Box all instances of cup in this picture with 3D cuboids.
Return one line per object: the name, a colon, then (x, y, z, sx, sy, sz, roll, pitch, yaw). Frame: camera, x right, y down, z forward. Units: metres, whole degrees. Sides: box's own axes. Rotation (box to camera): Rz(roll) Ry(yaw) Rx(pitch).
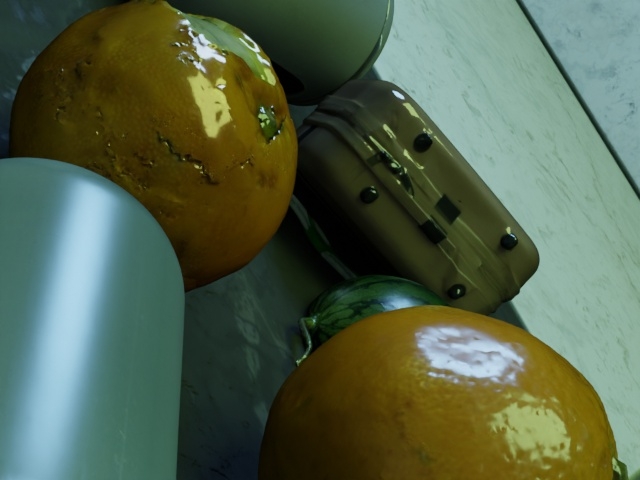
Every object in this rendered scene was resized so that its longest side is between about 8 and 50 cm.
cup: (-0.183, 0.100, 0.748, 0.205, 0.205, 0.312, 42, 24, -29)

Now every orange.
orange: (0.099, 0.204, 1.041, 0.312, 0.312, 0.312, 43, 26, -27)
orange: (-0.133, -0.074, 1.049, 0.240, 0.240, 0.240, 43, 26, -27)

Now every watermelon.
watermelon: (0.088, 0.116, 1.355, 0.232, 0.127, 0.204, 43, 25, -21)

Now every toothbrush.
toothbrush: (0.002, -0.001, 1.462, 0.304, 0.030, 0.030, 45, 25, -24)

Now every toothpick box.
toothpick box: (-0.074, -0.312, 1.475, 0.316, 0.229, 0.229, 27, 36, -48)

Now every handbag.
handbag: (0.089, -0.049, 1.514, 0.302, 0.149, 0.283, 46, -2, -21)
